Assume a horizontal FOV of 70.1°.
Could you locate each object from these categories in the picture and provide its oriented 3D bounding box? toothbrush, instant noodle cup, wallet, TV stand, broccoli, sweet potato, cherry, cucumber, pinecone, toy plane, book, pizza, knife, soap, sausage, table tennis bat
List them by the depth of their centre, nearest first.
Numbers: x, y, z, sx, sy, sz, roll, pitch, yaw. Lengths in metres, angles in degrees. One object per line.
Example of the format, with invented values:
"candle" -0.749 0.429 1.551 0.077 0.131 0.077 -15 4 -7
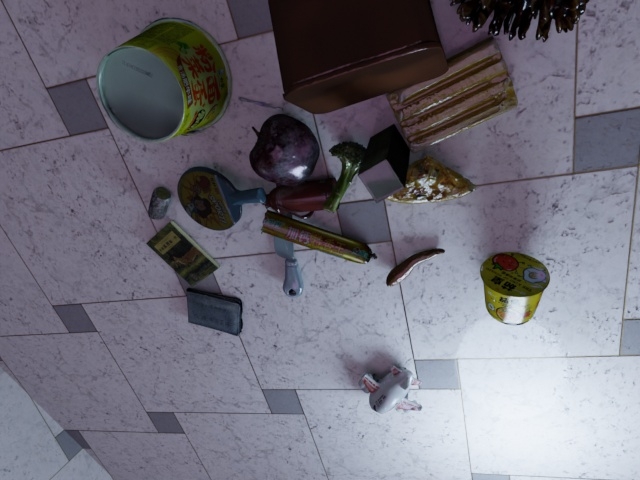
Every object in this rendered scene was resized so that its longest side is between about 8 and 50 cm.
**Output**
"pinecone" 0.400 -0.515 0.909 0.291 0.246 0.247 0 122 26
"soap" 0.317 -0.350 1.113 0.273 0.089 0.174 -21 111 24
"TV stand" 0.164 -0.198 1.135 0.082 0.270 0.088 -26 112 26
"instant noodle cup" -0.410 -0.396 1.185 0.310 0.222 0.312 7 122 11
"pizza" 0.275 -0.151 1.213 0.291 0.058 0.197 2 155 1
"broccoli" 0.064 -0.170 1.230 0.122 0.118 0.204 22 90 -36
"cherry" -0.093 -0.242 1.233 0.194 0.195 0.195 6 122 10
"toothbrush" -0.166 -0.377 1.261 0.131 0.013 0.011 16 113 5
"instant noodle cup" 0.554 0.145 1.319 0.182 0.182 0.144 -1 130 15
"table tennis bat" -0.309 -0.128 1.396 0.328 0.044 0.215 0 120 30
"sausage" 0.000 0.000 1.404 0.371 0.082 0.082 18 124 -3
"sweet potato" 0.285 0.074 1.409 0.214 0.050 0.050 -38 106 24
"cucumber" -0.526 -0.117 1.481 0.064 0.064 0.112 30 126 -6
"knife" -0.110 0.040 1.493 0.079 0.044 0.332 1 116 16
"book" -0.481 0.051 1.596 0.160 0.024 0.228 -33 109 31
"toy plane" 0.260 0.551 1.667 0.251 0.118 0.253 8 124 12
"wallet" -0.393 0.266 1.699 0.221 0.036 0.168 12 123 7

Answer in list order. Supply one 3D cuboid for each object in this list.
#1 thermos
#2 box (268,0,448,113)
"thermos" -0.066 -0.130 1.337 0.231 0.099 0.124 -3 124 15
"box" 0.078 -0.447 0.992 0.338 0.239 0.230 -12 92 21
